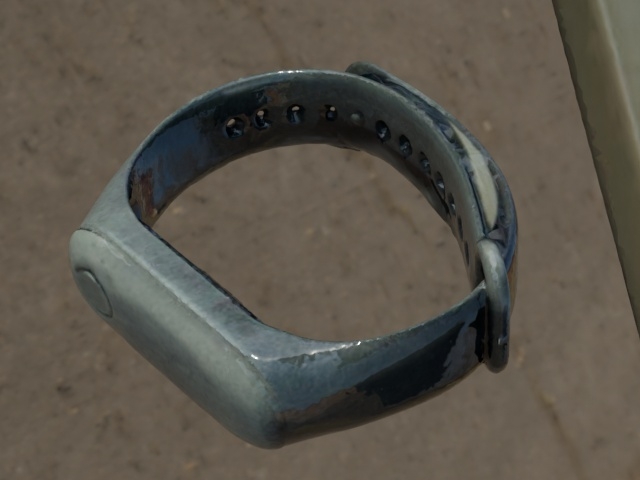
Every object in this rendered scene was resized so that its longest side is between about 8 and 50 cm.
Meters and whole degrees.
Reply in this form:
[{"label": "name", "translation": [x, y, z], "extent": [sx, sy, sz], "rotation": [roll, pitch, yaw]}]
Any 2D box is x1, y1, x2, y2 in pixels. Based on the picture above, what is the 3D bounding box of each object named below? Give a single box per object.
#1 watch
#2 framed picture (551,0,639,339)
[{"label": "watch", "translation": [0.000, 0.000, 0.717], "extent": [0.193, 0.206, 0.068], "rotation": [-35, 142, -28]}, {"label": "framed picture", "translation": [0.140, -0.121, 0.411], "extent": [0.232, 0.024, 0.315], "rotation": [-15, 89, -31]}]
